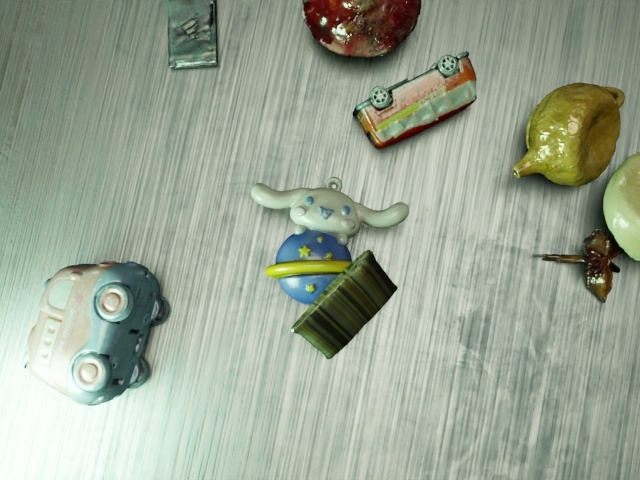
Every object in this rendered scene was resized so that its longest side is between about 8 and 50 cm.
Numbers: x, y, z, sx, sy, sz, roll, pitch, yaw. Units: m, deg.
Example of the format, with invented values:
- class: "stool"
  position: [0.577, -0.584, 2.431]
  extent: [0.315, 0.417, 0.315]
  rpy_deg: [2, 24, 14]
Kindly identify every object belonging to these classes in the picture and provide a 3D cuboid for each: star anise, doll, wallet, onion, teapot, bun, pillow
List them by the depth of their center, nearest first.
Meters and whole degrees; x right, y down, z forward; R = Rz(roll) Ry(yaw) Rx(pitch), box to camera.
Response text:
- class: "pillow"
  position: [0.052, 0.131, 1.526]
  extent: [0.212, 0.208, 0.052]
  rpy_deg: [-46, 60, -4]
- class: "bun"
  position: [0.662, -0.057, 1.544]
  extent: [0.229, 0.145, 0.229]
  rpy_deg: [1, 68, -3]
- class: "doll"
  position: [0.028, 0.005, 1.568]
  extent: [0.310, 0.159, 0.243]
  rpy_deg: [-6, 68, 2]
- class: "teapot"
  position: [0.497, -0.226, 1.578]
  extent: [0.167, 0.203, 0.311]
  rpy_deg: [20, 55, 45]
- class: "onion"
  position: [0.087, -0.499, 1.588]
  extent: [0.252, 0.219, 0.252]
  rpy_deg: [0, 92, 5]
- class: "star anise"
  position: [0.539, 0.034, 1.596]
  extent: [0.140, 0.144, 0.158]
  rpy_deg: [16, 91, -41]
- class: "wallet"
  position: [-0.278, -0.456, 1.689]
  extent: [0.111, 0.030, 0.166]
  rpy_deg: [-3, 81, 6]

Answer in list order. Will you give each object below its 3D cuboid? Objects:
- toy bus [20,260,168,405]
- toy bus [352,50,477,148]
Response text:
- class: "toy bus"
  position: [-0.460, 0.170, 1.546]
  extent: [0.231, 0.197, 0.294]
  rpy_deg: [15, 85, 14]
- class: "toy bus"
  position: [0.204, -0.290, 1.614]
  extent: [0.265, 0.121, 0.120]
  rpy_deg: [-27, 92, -2]
